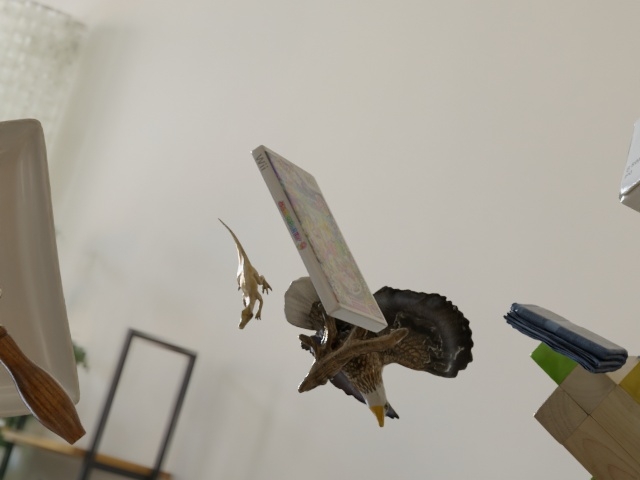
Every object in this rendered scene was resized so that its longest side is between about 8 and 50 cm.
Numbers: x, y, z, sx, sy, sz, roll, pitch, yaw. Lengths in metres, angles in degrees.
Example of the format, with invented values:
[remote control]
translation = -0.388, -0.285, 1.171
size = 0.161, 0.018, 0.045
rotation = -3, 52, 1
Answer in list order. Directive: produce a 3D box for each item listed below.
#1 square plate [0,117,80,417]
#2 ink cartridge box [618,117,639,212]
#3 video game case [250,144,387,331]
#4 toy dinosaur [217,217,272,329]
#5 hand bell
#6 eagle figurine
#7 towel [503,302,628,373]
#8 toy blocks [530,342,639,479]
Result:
[square plate]
translation = -0.475, 0.049, 1.485
size = 0.347, 0.344, 0.049
rotation = -8, -1, -8
[ink cartridge box]
translation = 0.368, -0.051, 1.006
size = 0.212, 0.093, 0.154
rotation = 25, -32, -10
[video game case]
translation = 0.000, 0.000, 0.830
size = 0.011, 0.122, 0.087
rotation = -32, -22, 15
[toy dinosaur]
translation = -0.110, 0.055, 1.941
size = 0.053, 0.183, 0.092
rotation = -14, -27, 4
[hand bell]
translation = -0.314, 0.103, 1.250
size = 0.242, 0.126, 0.126
rotation = 52, -15, 2
[eagle figurine]
translation = 0.075, 0.176, 1.941
size = 0.226, 0.225, 0.298
rotation = 14, 5, 26
[towel]
translation = 0.248, 0.099, 1.292
size = 0.119, 0.029, 0.067
rotation = 28, 13, 37
[toy blocks]
translation = 0.422, 0.265, 1.476
size = 0.381, 0.191, 0.261
rotation = 47, 18, 26
